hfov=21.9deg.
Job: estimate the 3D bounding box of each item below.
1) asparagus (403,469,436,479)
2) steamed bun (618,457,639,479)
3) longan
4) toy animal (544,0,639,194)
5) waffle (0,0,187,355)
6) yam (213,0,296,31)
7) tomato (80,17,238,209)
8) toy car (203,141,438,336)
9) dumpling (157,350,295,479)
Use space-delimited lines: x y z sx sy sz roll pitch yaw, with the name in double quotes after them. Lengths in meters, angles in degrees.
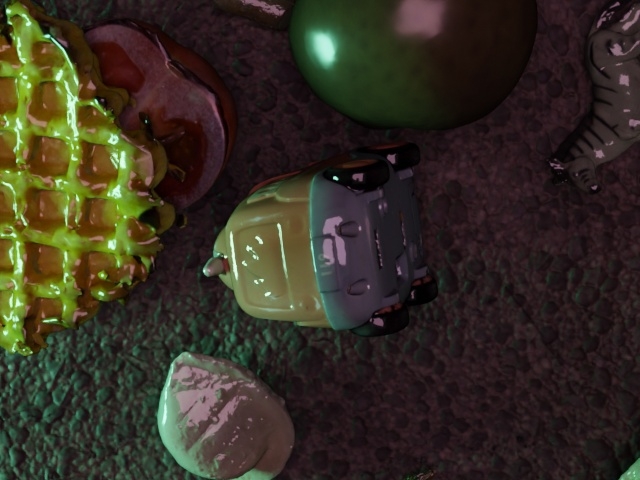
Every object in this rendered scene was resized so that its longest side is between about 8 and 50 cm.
0.036 0.327 1.921 0.233 0.022 0.023 -34 50 5 "asparagus"
0.488 0.335 1.781 0.290 0.272 0.273 -33 117 11 "steamed bun"
0.101 -0.231 1.758 0.258 0.258 0.258 0 96 0 "longan"
0.332 -0.164 1.850 0.176 0.073 0.217 -7 91 16 "toy animal"
-0.349 -0.065 1.808 0.382 0.095 0.379 -35 93 24 "waffle"
-0.071 -0.266 1.854 0.094 0.043 0.043 22 95 -1 "yam"
-0.190 -0.138 1.831 0.228 0.112 0.199 48 115 4 "tomato"
0.000 0.000 1.785 0.212 0.270 0.180 -5 101 19 "toy car"
-0.106 0.201 1.872 0.150 0.092 0.176 -8 96 4 "dumpling"
